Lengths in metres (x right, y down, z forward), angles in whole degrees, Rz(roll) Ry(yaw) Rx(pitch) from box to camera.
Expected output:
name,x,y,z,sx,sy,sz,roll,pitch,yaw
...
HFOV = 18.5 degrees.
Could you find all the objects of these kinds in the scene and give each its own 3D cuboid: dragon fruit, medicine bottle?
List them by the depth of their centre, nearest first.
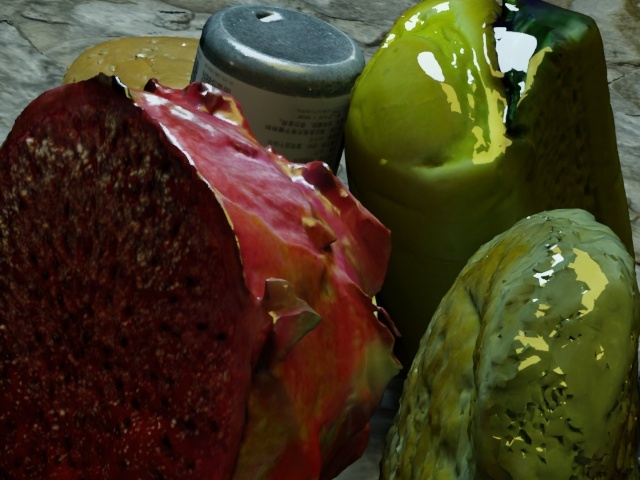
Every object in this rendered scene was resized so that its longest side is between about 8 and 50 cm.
name,x,y,z,sx,sy,sz,roll,pitch,yaw
dragon fruit,-0.092,0.067,1.415,0.249,0.371,0.386,-2,0,-43
medicine bottle,-0.062,-0.044,1.681,0.141,0.293,0.141,13,27,-7

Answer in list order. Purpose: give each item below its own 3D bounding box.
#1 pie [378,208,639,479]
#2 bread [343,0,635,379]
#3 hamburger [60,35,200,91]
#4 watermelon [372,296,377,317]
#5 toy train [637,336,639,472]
name,x,y,z,sx,sy,sz,roll,pitch,yaw
pie,0.128,0.164,1.267,0.180,0.418,0.395,9,19,-2
bread,0.134,-0.029,1.640,0.208,0.376,0.251,14,53,24
hamburger,-0.124,-0.109,1.908,0.259,0.145,0.283,1,28,-25
watermelon,0.066,0.042,1.871,0.181,0.075,0.092,26,73,20
toy train,0.290,0.188,1.555,0.131,0.202,0.300,-9,34,-11
